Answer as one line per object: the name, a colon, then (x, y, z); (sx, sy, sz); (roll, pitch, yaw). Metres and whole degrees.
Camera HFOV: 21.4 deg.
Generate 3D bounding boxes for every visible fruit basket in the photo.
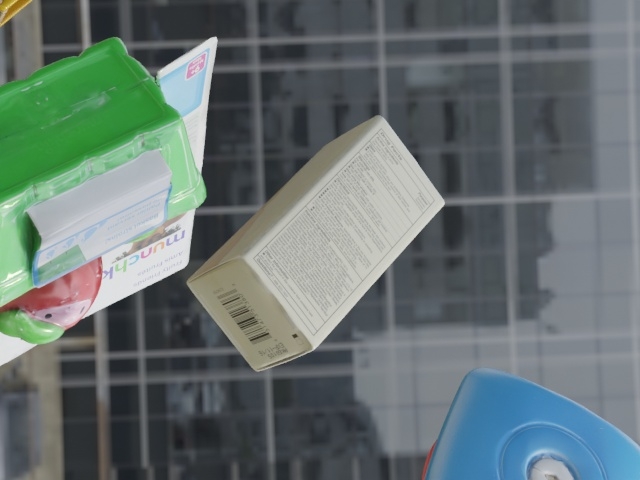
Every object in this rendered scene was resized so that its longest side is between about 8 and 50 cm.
fruit basket: (-0.230, 0.002, 1.508); (0.165, 0.327, 0.353); (47, -30, 28)

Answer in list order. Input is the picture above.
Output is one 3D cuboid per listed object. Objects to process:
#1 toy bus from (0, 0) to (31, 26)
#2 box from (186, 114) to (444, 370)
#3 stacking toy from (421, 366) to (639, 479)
toy bus: (-0.349, -0.310, 1.680); (0.191, 0.104, 0.202); (34, -22, 35)
box: (0.000, 0.000, 2.030); (0.121, 0.311, 0.148); (-26, -75, 48)
stacking toy: (0.118, 0.255, 1.367); (0.302, 0.175, 0.166); (-55, -172, 50)
